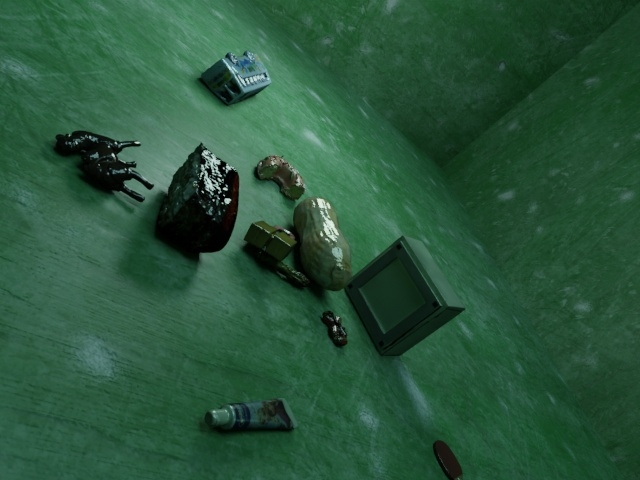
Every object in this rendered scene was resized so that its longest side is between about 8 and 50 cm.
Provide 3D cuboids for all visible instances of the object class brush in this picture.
[{"bbox_3d":[-0.105,-0.007,1.327,0.103,0.047,0.233,31,8,3],"label":"brush"}]

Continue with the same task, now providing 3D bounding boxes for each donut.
[{"bbox_3d":[-0.114,-0.194,1.595,0.166,0.065,0.117,33,29,-37],"label":"donut"}]

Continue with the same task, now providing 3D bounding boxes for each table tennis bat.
[{"bbox_3d":[0.315,0.544,1.295,0.087,0.013,0.157,16,38,-56],"label":"table tennis bat"}]

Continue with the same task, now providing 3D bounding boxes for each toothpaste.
[{"bbox_3d":[-0.109,0.286,0.903,0.216,0.037,0.062,24,32,-55],"label":"toothpaste"}]

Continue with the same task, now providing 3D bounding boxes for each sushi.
[{"bbox_3d":[-0.243,-0.082,1.105,0.126,0.136,0.225,31,36,-31],"label":"sushi"}]

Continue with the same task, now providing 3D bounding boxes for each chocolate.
[{"bbox_3d":[0.000,0.000,1.422,0.134,0.134,0.309,30,29,-38],"label":"chocolate"}]

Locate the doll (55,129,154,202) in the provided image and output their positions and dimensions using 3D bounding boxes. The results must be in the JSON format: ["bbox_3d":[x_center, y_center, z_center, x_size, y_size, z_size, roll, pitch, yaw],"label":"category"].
[{"bbox_3d":[-0.403,-0.150,1.023,0.165,0.057,0.139,12,44,-42],"label":"doll"}]

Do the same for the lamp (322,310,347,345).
[{"bbox_3d":[0.038,0.208,1.292,0.063,0.031,0.083,24,38,-44],"label":"lamp"}]

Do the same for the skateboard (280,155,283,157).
[{"bbox_3d":[-0.103,-0.218,1.701,0.083,0.032,0.064,61,15,21],"label":"skateboard"}]

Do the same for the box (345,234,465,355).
[{"bbox_3d":[0.212,0.148,1.446,0.117,0.225,0.225,15,40,-53],"label":"box"}]

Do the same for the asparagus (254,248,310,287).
[{"bbox_3d":[-0.084,0.069,1.281,0.165,0.036,0.030,36,45,-30],"label":"asparagus"}]

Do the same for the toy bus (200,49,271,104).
[{"bbox_3d":[-0.266,-0.533,1.803,0.136,0.109,0.330,56,22,-11],"label":"toy bus"}]
